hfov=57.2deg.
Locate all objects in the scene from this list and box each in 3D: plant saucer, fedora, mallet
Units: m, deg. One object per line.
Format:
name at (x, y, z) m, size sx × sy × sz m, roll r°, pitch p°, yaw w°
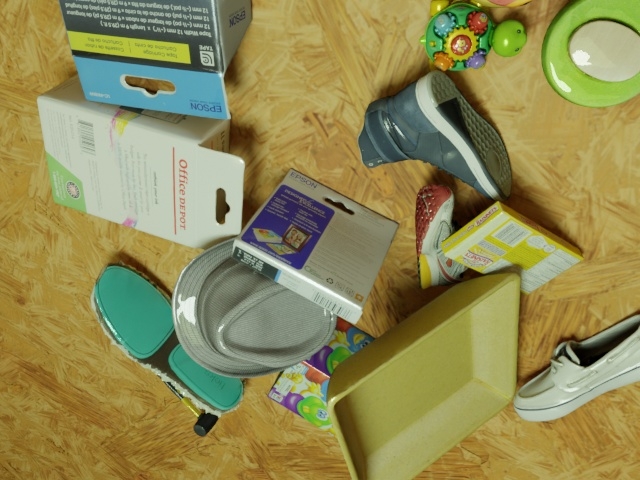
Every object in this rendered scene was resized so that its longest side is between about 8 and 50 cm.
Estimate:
plant saucer at (0.156, 0.223, 0.904) m, size 0.081 × 0.332 × 0.333 m, roll 42°, pitch 156°, yaw 44°
fedora at (-0.084, 0.116, 0.910) m, size 0.275 × 0.124 × 0.244 m, roll -6°, pitch 103°, yaw -18°
mallet at (-0.322, 0.380, 1.374) m, size 0.189 × 0.062 × 0.039 m, roll 44°, pitch 126°, yaw -10°

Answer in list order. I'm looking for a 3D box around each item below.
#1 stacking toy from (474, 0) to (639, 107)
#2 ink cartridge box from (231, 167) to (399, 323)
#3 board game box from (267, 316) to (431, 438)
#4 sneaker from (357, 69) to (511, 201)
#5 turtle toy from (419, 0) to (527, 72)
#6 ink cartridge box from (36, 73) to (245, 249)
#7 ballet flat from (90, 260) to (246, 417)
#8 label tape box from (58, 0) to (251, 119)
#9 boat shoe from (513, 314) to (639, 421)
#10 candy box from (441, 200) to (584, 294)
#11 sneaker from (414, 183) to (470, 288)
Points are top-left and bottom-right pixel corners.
stacking toy at (0.312, -0.285, 0.582) m, size 0.308 × 0.130 × 0.280 m, roll -31°, pitch 101°, yaw 24°
ink cartridge box at (0.000, 0.000, 0.896) m, size 0.206 × 0.208 × 0.045 m, roll 28°, pitch 134°, yaw 3°
board game box at (0.067, 0.277, 1.097) m, size 0.275 × 0.142 × 0.144 m, roll 30°, pitch 129°, yaw 0°
sneaker at (0.156, -0.124, 0.830) m, size 0.163 × 0.086 × 0.226 m, roll -17°, pitch 130°, yaw 45°
turtle toy at (0.189, -0.252, 0.733) m, size 0.130 × 0.066 × 0.095 m, roll -1°, pitch 123°, yaw 9°
ink cartridge box at (-0.268, -0.123, 0.972) m, size 0.353 × 0.119 × 0.207 m, roll 18°, pitch 128°, yaw 10°
ballet flat at (-0.329, 0.219, 1.232) m, size 0.147 × 0.147 × 0.409 m, roll -30°, pitch 107°, yaw 35°
label tape box at (-0.231, -0.359, 0.804) m, size 0.249 × 0.115 × 0.348 m, roll 11°, pitch 129°, yaw 15°
boat shoe at (0.415, 0.203, 0.940) m, size 0.267 × 0.096 × 0.088 m, roll -35°, pitch 101°, yaw 35°
candy box at (0.278, 0.016, 0.842) m, size 0.205 × 0.027 × 0.105 m, roll 23°, pitch 132°, yaw -35°
sneaker at (0.189, -0.007, 0.879) m, size 0.092 × 0.088 × 0.225 m, roll -4°, pitch 147°, yaw 9°
